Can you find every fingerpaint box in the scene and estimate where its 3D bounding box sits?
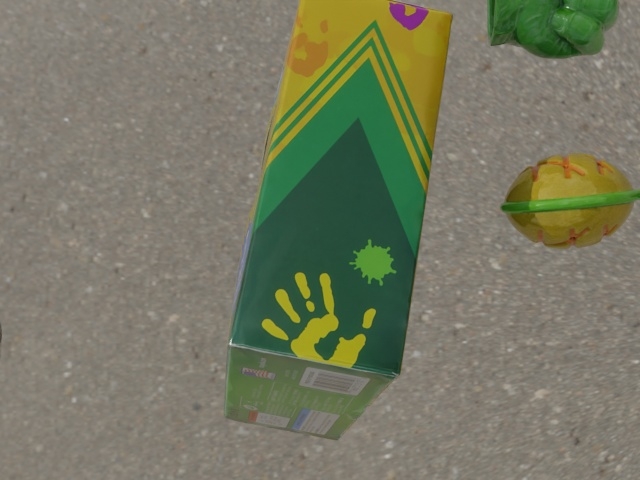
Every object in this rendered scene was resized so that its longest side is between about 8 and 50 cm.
[{"bbox_3d":[0.000,0.000,1.107,0.163,0.445,0.371,11,72,-2],"label":"fingerpaint box"}]

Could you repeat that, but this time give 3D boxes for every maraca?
[{"bbox_3d":[0.277,-0.043,1.039,0.127,0.185,0.099,-167,72,-71],"label":"maraca"}]

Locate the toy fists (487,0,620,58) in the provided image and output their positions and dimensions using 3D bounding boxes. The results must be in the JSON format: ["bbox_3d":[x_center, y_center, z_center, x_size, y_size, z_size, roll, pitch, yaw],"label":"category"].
[{"bbox_3d":[0.245,-0.325,1.004,0.142,0.096,0.279,-1,95,2],"label":"toy fists"}]

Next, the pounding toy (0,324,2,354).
[{"bbox_3d":[-0.132,0.119,0.258,0.269,0.154,0.155,32,124,23],"label":"pounding toy"}]
